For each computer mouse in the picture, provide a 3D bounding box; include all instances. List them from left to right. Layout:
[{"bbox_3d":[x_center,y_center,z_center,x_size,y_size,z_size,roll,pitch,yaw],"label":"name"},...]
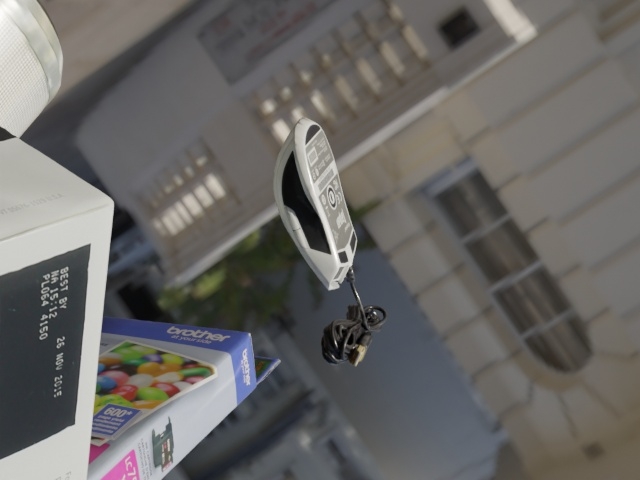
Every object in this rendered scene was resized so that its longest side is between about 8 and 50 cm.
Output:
[{"bbox_3d":[0.000,0.000,1.160,0.042,0.193,0.106,-11,-164,21],"label":"computer mouse"}]

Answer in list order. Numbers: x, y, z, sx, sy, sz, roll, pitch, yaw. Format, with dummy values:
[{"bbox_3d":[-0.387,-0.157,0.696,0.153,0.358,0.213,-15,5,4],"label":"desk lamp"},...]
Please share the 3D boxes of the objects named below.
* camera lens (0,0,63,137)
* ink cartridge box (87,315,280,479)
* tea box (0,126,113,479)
[{"bbox_3d":[-0.350,-0.110,1.168,0.274,0.219,0.219,-55,-170,-23],"label":"camera lens"},{"bbox_3d":[-0.182,0.134,1.251,0.185,0.065,0.311,5,-158,26],"label":"ink cartridge box"},{"bbox_3d":[-0.309,0.078,0.847,0.220,0.323,0.329,-20,129,-44],"label":"tea box"}]
